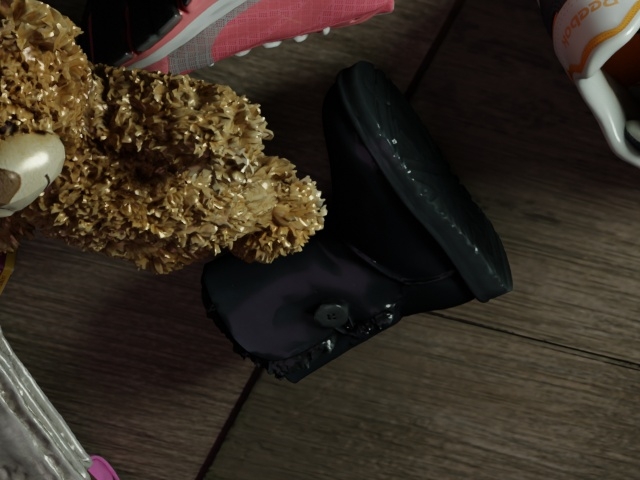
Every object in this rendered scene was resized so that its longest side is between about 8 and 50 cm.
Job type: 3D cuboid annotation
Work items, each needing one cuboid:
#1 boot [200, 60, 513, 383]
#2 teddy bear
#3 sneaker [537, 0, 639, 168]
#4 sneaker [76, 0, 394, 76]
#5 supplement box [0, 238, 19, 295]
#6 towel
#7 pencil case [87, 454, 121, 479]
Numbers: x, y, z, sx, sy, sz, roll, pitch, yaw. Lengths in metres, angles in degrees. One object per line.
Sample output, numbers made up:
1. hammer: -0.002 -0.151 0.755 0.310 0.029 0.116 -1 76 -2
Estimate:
1. boot: 0.000 0.000 1.355 0.207 0.094 0.246 -23 137 16
2. teddy bear: -0.137 -0.038 1.187 0.245 0.113 0.338 6 165 16
3. sneaker: 0.270 -0.086 1.257 0.321 0.127 0.126 27 127 -27
4. sneaker: -0.023 -0.160 1.184 0.314 0.116 0.136 -32 132 29
5. supplement box: -0.271 0.012 1.399 0.083 0.043 0.055 17 134 -17
6. towel: -0.331 0.172 1.518 0.282 0.049 0.187 -25 106 23
7. pencil case: -0.262 0.250 1.601 0.209 0.098 0.095 -26 93 21
